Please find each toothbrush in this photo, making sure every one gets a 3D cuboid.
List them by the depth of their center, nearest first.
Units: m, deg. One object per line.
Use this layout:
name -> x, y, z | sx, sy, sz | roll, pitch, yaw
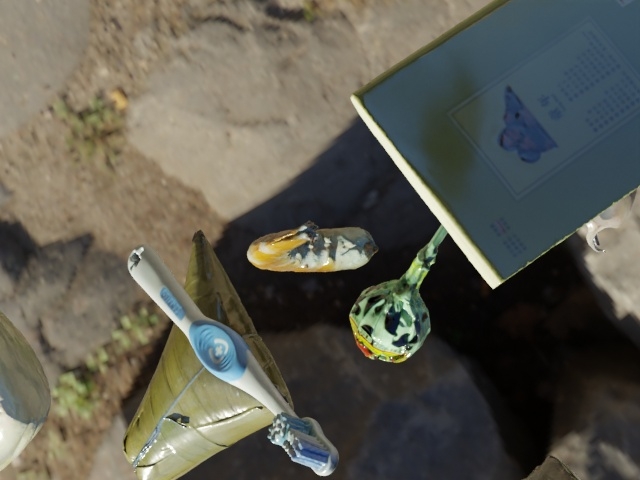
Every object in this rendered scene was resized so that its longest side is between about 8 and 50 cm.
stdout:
toothbrush -> -0.077, 0.083, 1.299 | 0.040, 0.386, 0.040 | -10, 115, -21

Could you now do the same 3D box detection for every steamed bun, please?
steamed bun -> -0.383, 0.127, 1.737 | 0.170, 0.152, 0.238 | -39, 91, 22

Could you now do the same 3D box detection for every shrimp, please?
shrimp -> 0.000, 0.000, 1.866 | 0.161, 0.049, 0.166 | -5, 167, -14

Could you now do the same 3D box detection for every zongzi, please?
zongzi -> -0.174, 0.146, 2.028 | 0.228, 0.256, 0.115 | -32, 167, 23

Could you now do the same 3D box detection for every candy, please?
candy -> 0.129, 0.017, 1.875 | 0.091, 0.083, 0.305 | 33, 121, 1

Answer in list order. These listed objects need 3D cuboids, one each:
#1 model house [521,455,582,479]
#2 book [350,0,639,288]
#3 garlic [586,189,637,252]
model house -> 0.164, 0.262, 1.203 | 0.188, 0.229, 0.122 | -31, 116, -5
book -> 0.234, -0.140, 1.649 | 0.352, 0.239, 0.035 | -34, 172, -18
garlic -> 0.316, -0.113, 2.189 | 0.292, 0.210, 0.237 | 43, 138, -9
